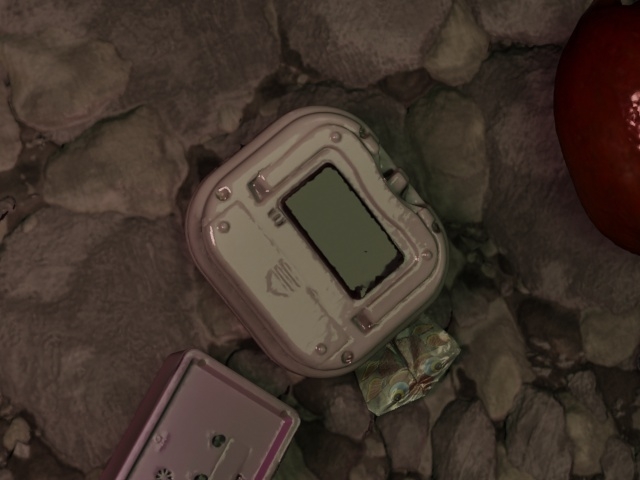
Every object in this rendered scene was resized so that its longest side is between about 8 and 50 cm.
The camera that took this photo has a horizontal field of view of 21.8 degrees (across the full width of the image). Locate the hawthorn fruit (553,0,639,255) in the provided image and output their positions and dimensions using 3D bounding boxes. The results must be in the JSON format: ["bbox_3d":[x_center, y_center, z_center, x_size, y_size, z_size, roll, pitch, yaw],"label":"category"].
[{"bbox_3d":[0.401,-0.129,1.860,0.311,0.295,0.295,32,72,-16],"label":"hawthorn fruit"}]

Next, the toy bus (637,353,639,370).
[{"bbox_3d":[0.454,0.185,1.947,0.089,0.081,0.195,-29,96,-33],"label":"toy bus"}]

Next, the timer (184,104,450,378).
[{"bbox_3d":[0.000,0.000,1.750,0.237,0.087,0.262,-40,99,-12],"label":"timer"}]

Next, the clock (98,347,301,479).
[{"bbox_3d":[-0.128,0.228,1.692,0.150,0.063,0.197,33,72,-17],"label":"clock"}]

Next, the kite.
[{"bbox_3d":[0.058,0.072,1.820,0.127,0.016,0.229,-32,97,-21],"label":"kite"}]
